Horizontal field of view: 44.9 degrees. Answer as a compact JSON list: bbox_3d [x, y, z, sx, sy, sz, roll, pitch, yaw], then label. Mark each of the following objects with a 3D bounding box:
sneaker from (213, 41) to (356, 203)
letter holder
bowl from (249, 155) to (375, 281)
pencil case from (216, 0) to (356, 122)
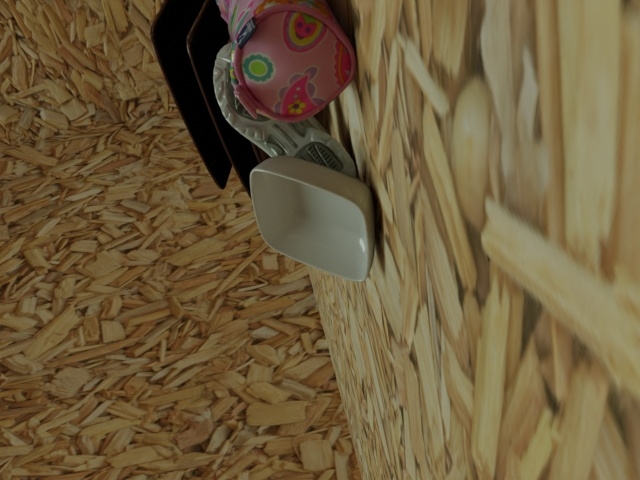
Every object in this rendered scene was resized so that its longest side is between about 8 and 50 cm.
[{"bbox_3d":[-0.045,-0.134,0.930,0.232,0.090,0.115,54,-175,4],"label":"sneaker"},{"bbox_3d":[-0.129,-0.192,1.141,0.302,0.151,0.215,70,-157,-43],"label":"letter holder"},{"bbox_3d":[-0.001,-0.030,0.833,0.053,0.142,0.142,-57,-23,-33],"label":"bowl"},{"bbox_3d":[-0.049,-0.228,0.797,0.284,0.124,0.124,-106,5,-52],"label":"pencil case"}]
